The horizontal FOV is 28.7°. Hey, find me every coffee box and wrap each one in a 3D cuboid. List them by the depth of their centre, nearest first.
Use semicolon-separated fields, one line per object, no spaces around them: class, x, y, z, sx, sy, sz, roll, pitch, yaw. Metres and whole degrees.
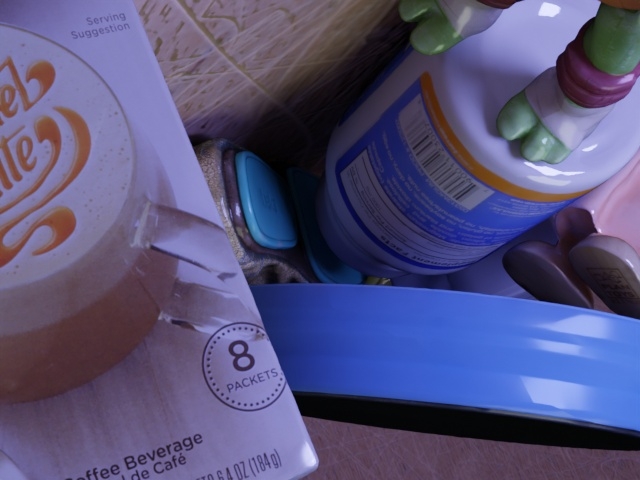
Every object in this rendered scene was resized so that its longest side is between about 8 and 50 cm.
coffee box;-0.121;-0.008;0.413;0.141;0.246;0.098;-18;168;-27

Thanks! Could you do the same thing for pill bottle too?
pill bottle;0.094;-0.063;0.873;0.152;0.152;0.272;-18;170;-24

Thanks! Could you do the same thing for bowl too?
bowl;0.101;0.107;0.976;0.391;0.077;0.391;6;169;1

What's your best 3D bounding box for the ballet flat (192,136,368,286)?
ballet flat;-0.057;-0.007;0.991;0.123;0.123;0.348;-24;167;12

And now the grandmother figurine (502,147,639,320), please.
grandmother figurine;0.280;-0.093;0.916;0.208;0.104;0.342;5;-131;51

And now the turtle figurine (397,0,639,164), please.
turtle figurine;0.109;-0.102;0.590;0.198;0.274;0.266;15;167;-8

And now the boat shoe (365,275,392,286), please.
boat shoe;0.070;0.013;1.350;0.123;0.116;0.324;1;136;-42

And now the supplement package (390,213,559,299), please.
supplement package;0.198;-0.044;1.129;0.175;0.177;0.293;-28;169;39
